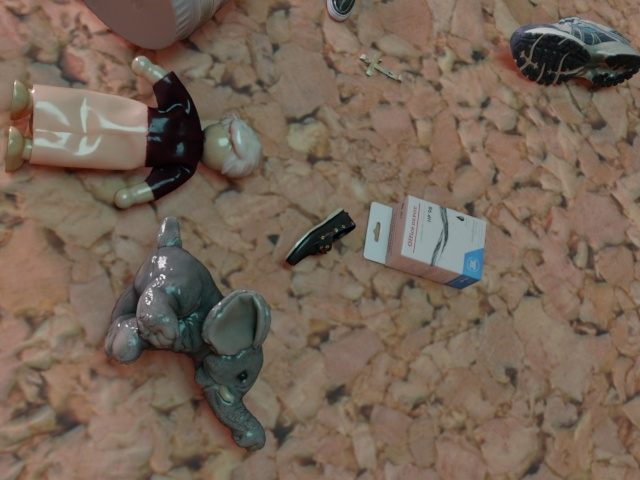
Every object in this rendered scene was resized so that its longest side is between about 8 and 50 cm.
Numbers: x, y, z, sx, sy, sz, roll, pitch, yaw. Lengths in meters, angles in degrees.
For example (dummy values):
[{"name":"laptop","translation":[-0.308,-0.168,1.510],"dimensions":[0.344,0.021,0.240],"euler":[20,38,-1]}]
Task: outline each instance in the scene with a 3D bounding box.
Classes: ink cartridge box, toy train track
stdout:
[{"name":"ink cartridge box","translation":[0.165,-0.001,1.153],"dimensions":[0.180,0.060,0.104],"euler":[17,67,-17]},{"name":"toy train track","translation":[0.106,-0.295,1.255],"dimensions":[0.083,0.014,0.048],"euler":[27,64,-13]}]

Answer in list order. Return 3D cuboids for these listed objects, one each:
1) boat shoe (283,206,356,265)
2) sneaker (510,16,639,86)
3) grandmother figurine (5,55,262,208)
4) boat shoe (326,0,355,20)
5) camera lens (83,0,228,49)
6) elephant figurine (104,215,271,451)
[{"name":"boat shoe","translation":[0.001,-0.001,1.089],"dimensions":[0.133,0.049,0.042],"euler":[-37,81,-33]},{"name":"sneaker","translation":[0.471,-0.369,1.403],"dimensions":[0.283,0.110,0.122],"euler":[4,53,-25]},{"name":"grandmother figurine","translation":[-0.242,-0.147,1.014],"dimensions":[0.342,0.104,0.207],"euler":[6,98,-24]},{"name":"boat shoe","translation":[0.047,-0.442,1.264],"dimensions":[0.049,0.040,0.142],"euler":[22,65,-15]},{"name":"camera lens","translation":[-0.201,-0.435,1.053],"dimensions":[0.219,0.219,0.274],"euler":[39,62,-7]},{"name":"elephant figurine","translation":[-0.139,0.125,0.947],"dimensions":[0.239,0.186,0.169],"euler":[28,20,-24]}]
